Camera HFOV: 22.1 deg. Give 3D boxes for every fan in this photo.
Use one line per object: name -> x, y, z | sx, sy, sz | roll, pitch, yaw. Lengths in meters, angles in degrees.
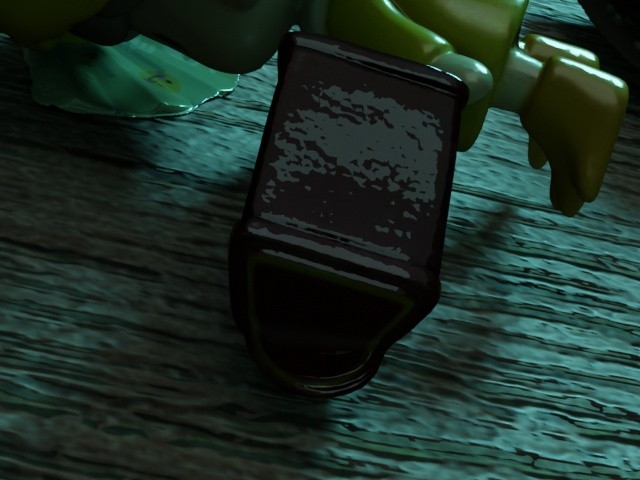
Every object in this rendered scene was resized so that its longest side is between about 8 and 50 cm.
fan -> -0.103, -0.114, 0.901 | 0.131, 0.009, 0.240 | 19, 27, -4

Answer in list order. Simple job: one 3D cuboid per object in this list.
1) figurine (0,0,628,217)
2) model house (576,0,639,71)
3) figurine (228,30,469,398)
figurine -> -0.018, -0.131, 0.799 | 0.344, 0.187, 0.215 | 26, -2, -9
model house -> 0.327, -0.177, 1.114 | 0.243, 0.204, 0.211 | 25, 22, -27
figurine -> 0.001, 0.001, 0.669 | 0.082, 0.098, 0.154 | 18, 52, -8
